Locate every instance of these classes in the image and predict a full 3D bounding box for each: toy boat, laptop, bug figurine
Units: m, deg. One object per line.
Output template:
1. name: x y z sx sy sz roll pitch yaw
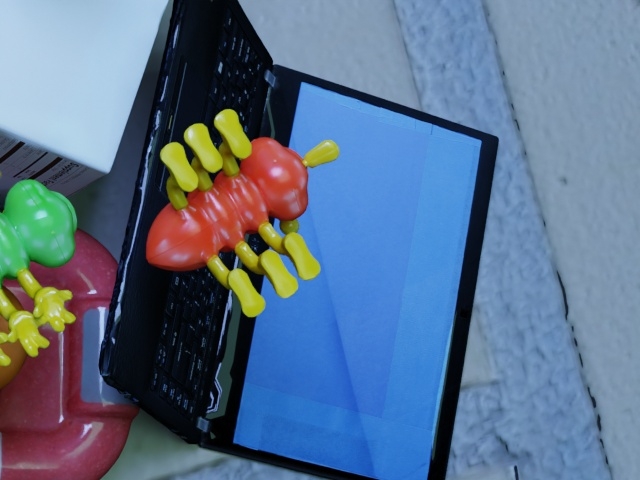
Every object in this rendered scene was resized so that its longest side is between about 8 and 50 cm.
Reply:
1. toy boat: -0.188 0.052 0.946 0.231 0.151 0.151 4 78 -24
2. laptop: 0.000 0.000 1.051 0.136 0.264 0.234 6 74 14
3. bug figurine: -0.124 -0.076 0.879 0.216 0.072 0.279 -29 99 -19

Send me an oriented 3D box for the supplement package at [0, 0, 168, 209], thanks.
1. supplement package: -0.191 -0.144 0.982 0.203 0.149 0.194 23 72 -19
